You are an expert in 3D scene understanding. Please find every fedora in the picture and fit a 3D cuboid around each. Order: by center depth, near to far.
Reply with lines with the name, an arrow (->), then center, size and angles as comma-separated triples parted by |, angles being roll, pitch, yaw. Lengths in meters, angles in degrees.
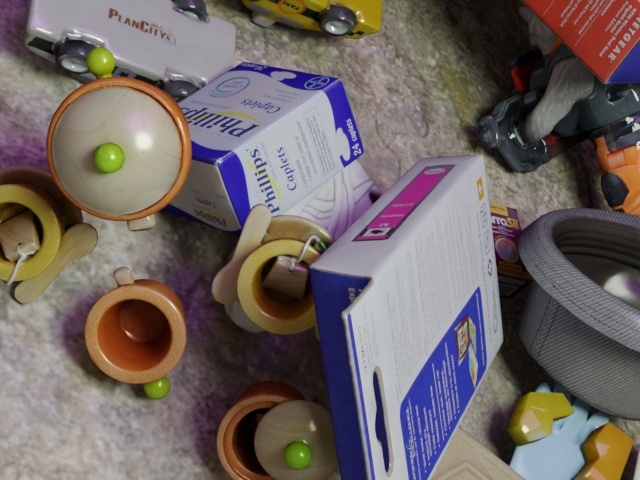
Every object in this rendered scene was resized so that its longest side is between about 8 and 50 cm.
fedora -> 0.286, 0.076, 1.072 | 0.275, 0.124, 0.244 | 0, 33, -38

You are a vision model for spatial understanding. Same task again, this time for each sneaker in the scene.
sneaker -> 0.000, 0.000, 0.997 | 0.115, 0.090, 0.232 | 38, 46, -12

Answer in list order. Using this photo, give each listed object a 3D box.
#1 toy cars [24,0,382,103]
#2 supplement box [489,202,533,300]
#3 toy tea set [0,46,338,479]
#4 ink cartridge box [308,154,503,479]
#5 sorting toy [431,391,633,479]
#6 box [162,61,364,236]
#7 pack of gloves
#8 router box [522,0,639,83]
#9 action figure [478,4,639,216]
toy cars -> -0.103, -0.209, 1.079 | 0.393, 0.087, 0.176 | -31, 91, -40
supplement box -> 0.164, 0.009, 1.133 | 0.055, 0.043, 0.083 | 11, 53, -28
toy tea set -> -0.097, 0.035, 0.818 | 0.336, 0.200, 0.124 | 41, 10, -8
ink cartridge box -> 0.065, 0.066, 0.874 | 0.371, 0.069, 0.176 | -46, 130, -64
sorting toy -> 0.147, 0.235, 0.928 | 0.229, 0.041, 0.307 | 36, 55, -7
box -> -0.061, -0.077, 0.952 | 0.137, 0.126, 0.072 | -38, 125, -29
pack of gloves -> 0.229, 0.247, 1.020 | 0.195, 0.046, 0.232 | 35, 55, -9
router box -> 0.311, -0.293, 1.232 | 0.335, 0.082, 0.301 | -8, 52, -44
action figure -> 0.343, -0.142, 1.280 | 0.330, 0.178, 0.341 | 52, 45, -2
